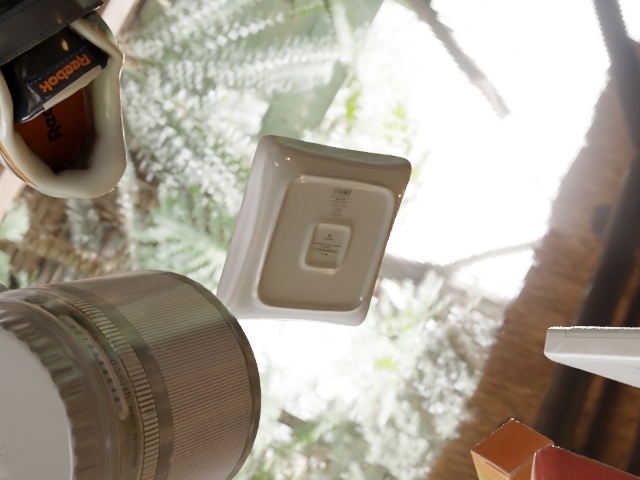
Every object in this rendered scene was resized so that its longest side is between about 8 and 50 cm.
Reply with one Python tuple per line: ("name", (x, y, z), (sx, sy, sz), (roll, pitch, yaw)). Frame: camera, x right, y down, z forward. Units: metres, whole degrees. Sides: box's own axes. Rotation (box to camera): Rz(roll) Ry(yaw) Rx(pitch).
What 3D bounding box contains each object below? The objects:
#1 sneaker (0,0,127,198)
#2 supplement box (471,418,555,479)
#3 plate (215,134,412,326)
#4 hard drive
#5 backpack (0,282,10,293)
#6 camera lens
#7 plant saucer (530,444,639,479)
("sneaker", (-0.225, -0.167, 0.860), (0.126, 0.321, 0.127), (-39, -142, -19))
("supplement box", (0.257, 0.337, 1.477), (0.078, 0.233, 0.080), (-32, -150, -23))
("plate", (0.000, 0.000, 1.743), (0.045, 0.277, 0.278), (34, -68, 51))
("hard drive", (0.412, 0.128, 1.228), (0.307, 0.203, 0.040), (-4, -109, 51))
("backpack", (-0.369, 0.083, 1.180), (0.152, 0.182, 0.115), (7, 108, -52))
("camera lens", (-0.195, 0.142, 1.011), (0.219, 0.219, 0.274), (-60, 159, 18))
("plant saucer", (0.219, 0.268, 0.672), (0.048, 0.259, 0.258), (-37, 137, -48))
